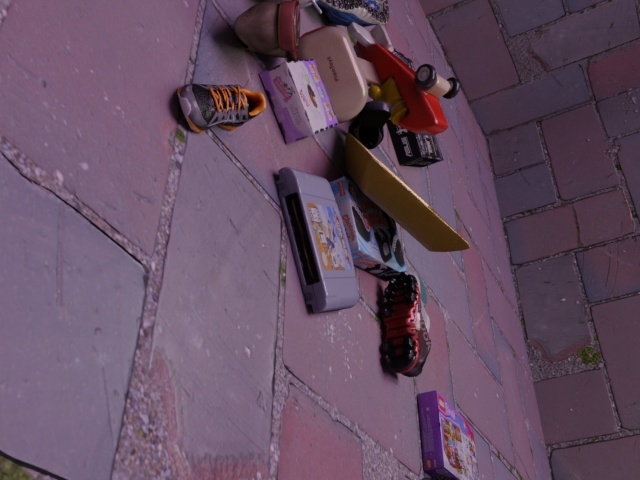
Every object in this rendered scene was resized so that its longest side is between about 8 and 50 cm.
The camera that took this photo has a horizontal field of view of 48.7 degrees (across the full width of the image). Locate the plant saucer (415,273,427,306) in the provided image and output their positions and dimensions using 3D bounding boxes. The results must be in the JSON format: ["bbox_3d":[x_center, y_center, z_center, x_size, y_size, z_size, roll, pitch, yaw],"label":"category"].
[{"bbox_3d":[0.287,0.147,2.070,0.119,0.021,0.119,50,31,-44],"label":"plant saucer"}]

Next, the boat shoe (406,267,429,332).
[{"bbox_3d":[0.226,0.164,1.857,0.081,0.079,0.227,40,33,-38],"label":"boat shoe"}]

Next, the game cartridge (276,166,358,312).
[{"bbox_3d":[0.000,0.000,1.470,0.198,0.062,0.297,1,72,-62],"label":"game cartridge"}]

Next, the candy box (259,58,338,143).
[{"bbox_3d":[-0.043,-0.313,1.580,0.164,0.070,0.196,69,22,-8],"label":"candy box"}]

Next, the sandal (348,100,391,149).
[{"bbox_3d":[0.124,-0.287,1.845,0.254,0.097,0.054,98,-6,-76],"label":"sandal"}]

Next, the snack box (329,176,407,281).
[{"bbox_3d":[0.119,-0.019,1.749,0.322,0.060,0.187,27,48,-60],"label":"snack box"}]

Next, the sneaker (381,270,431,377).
[{"bbox_3d":[0.212,0.213,1.740,0.135,0.098,0.276,48,36,-46],"label":"sneaker"}]

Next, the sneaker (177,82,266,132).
[{"bbox_3d":[-0.168,-0.236,1.212,0.215,0.083,0.084,-26,99,-66],"label":"sneaker"}]

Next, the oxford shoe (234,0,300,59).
[{"bbox_3d":[-0.108,-0.444,1.470,0.348,0.130,0.123,-93,-176,-81],"label":"oxford shoe"}]

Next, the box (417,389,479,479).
[{"bbox_3d":[0.339,0.541,1.846,0.293,0.057,0.201,48,33,-45],"label":"box"}]

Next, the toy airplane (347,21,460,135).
[{"bbox_3d":[0.174,-0.430,1.993,0.386,0.272,0.384,31,21,-6],"label":"toy airplane"}]

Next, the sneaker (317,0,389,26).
[{"bbox_3d":[0.043,-0.668,1.997,0.330,0.147,0.129,11,74,-45],"label":"sneaker"}]

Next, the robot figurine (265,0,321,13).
[{"bbox_3d":[-0.075,-0.678,1.609,0.300,0.200,0.353,0,68,-26],"label":"robot figurine"}]

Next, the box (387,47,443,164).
[{"bbox_3d":[0.303,-0.457,2.470,0.318,0.097,0.395,-13,86,-66],"label":"box"}]

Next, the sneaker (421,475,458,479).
[{"bbox_3d":[0.307,0.648,1.599,0.087,0.130,0.227,27,51,-58],"label":"sneaker"}]

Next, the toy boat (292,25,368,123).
[{"bbox_3d":[0.019,-0.400,1.742,0.151,0.151,0.231,-150,-142,-79],"label":"toy boat"}]

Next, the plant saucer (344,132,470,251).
[{"bbox_3d":[0.188,-0.106,1.752,0.333,0.081,0.333,40,9,-19],"label":"plant saucer"}]
